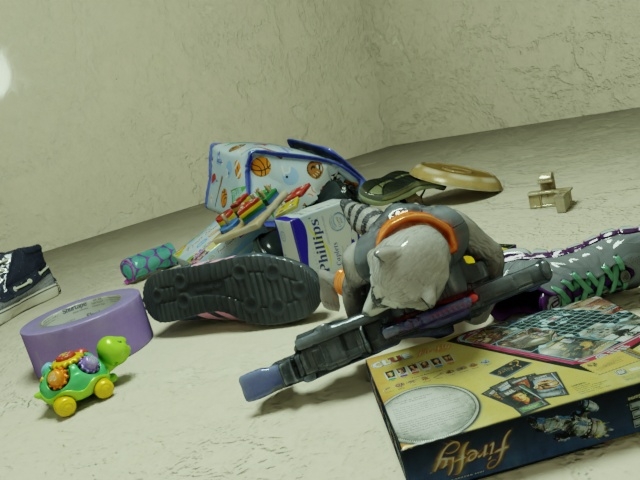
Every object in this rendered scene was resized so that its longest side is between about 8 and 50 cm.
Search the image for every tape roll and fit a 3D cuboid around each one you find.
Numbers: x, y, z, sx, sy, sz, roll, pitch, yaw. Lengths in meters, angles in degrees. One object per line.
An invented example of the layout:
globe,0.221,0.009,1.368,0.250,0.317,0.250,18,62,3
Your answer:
tape roll,-0.379,0.149,0.914,0.189,0.080,0.189,-14,12,3

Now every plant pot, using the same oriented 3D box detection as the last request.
plant pot,0.346,-0.167,1.423,0.236,0.032,0.236,7,16,-2

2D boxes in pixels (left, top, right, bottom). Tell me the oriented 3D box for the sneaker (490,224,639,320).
sneaker,0.292,0.051,0.624,0.224,0.083,0.098,-15,28,33

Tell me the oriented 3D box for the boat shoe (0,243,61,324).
boat shoe,-0.809,0.118,1.382,0.127,0.158,0.340,-11,12,16

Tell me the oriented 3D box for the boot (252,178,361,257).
boot,-0.021,-0.036,1.136,0.207,0.094,0.246,-40,0,13

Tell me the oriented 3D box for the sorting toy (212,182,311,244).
sorting toy,-0.144,-0.062,1.133,0.274,0.046,0.132,-18,24,37

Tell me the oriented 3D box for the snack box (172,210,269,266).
snack box,-0.230,0.012,1.274,0.174,0.070,0.207,-43,20,-19

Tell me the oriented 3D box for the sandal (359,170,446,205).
sandal,0.204,-0.119,1.419,0.303,0.086,0.120,-17,30,-41

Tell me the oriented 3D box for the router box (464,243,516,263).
router box,0.178,0.042,0.821,0.133,0.046,0.179,-21,13,-31

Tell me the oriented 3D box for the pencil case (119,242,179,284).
pencil case,-0.444,0.058,1.455,0.064,0.070,0.152,33,33,24

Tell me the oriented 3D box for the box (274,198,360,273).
box,0.000,0.000,1.040,0.137,0.126,0.072,-21,15,-27

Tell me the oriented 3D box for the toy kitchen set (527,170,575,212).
toy kitchen set,0.439,-0.093,1.086,0.083,0.068,0.075,-5,15,39

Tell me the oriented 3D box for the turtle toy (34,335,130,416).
turtle toy,-0.315,0.175,0.745,0.130,0.066,0.095,-23,14,-34

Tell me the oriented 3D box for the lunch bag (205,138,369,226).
lunch bag,-0.087,-0.163,1.563,0.385,0.239,0.328,2,12,-28

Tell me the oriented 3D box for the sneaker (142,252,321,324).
sneaker,-0.126,0.074,0.903,0.319,0.112,0.131,-2,2,25

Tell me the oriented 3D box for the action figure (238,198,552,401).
action figure,0.050,0.036,0.632,0.341,0.178,0.330,-22,2,-5

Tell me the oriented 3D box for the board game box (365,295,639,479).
board game box,0.171,0.119,0.477,0.243,0.042,0.165,-15,12,-1
